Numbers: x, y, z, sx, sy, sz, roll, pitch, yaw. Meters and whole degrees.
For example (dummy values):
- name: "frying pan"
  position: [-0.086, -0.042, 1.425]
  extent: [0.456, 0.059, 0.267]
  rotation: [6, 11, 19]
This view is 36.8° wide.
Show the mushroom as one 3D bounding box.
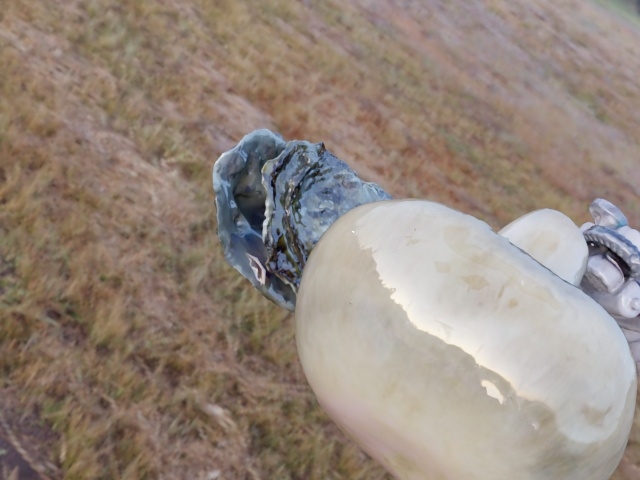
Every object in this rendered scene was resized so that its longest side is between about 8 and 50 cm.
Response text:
- name: "mushroom"
  position: [0.119, 0.067, 0.700]
  extent: [0.254, 0.234, 0.260]
  rotation: [13, -37, 48]

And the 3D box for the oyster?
- name: "oyster"
  position: [0.004, -0.002, 1.022]
  extent: [0.158, 0.162, 0.351]
  rotation: [32, 0, 26]

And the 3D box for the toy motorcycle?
- name: "toy motorcycle"
  position: [0.266, 0.064, 0.882]
  extent: [0.171, 0.110, 0.260]
  rotation: [45, -12, 4]
